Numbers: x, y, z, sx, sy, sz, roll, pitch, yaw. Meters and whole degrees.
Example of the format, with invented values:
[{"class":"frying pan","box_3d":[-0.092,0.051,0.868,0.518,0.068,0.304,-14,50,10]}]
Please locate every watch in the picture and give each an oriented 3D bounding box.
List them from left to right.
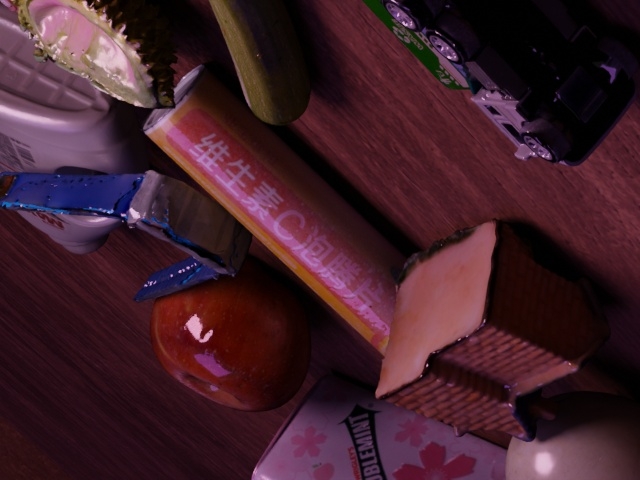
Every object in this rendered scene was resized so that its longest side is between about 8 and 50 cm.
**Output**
[{"class":"watch","box_3d":[-0.181,0.008,1.943,0.274,0.068,0.276,0,155,40]}]

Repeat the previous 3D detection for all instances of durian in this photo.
[{"class":"durian","box_3d":[-0.212,-0.210,1.748,0.221,0.095,0.137,18,136,36]}]

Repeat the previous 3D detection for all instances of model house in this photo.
[{"class":"model house","box_3d":[0.179,0.091,1.729,0.172,0.166,0.183,27,146,-20]}]

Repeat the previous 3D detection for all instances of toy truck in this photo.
[{"class":"toy truck","box_3d":[0.117,-0.169,1.343,0.253,0.114,0.124,45,169,-21]}]

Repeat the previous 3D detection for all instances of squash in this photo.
[{"class":"squash","box_3d":[-0.056,-0.184,1.609,0.066,0.066,0.229,23,155,29]}]

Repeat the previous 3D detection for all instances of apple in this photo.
[{"class":"apple","box_3d":[-0.101,0.105,2.135,0.201,0.162,0.201,22,163,7]}]

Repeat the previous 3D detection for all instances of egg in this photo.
[{"class":"egg","box_3d":[0.295,0.258,1.819,0.253,0.186,0.186,47,156,-17]}]

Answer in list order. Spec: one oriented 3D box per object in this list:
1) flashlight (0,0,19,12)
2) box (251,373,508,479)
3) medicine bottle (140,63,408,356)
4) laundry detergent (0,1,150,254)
[{"class":"flashlight","box_3d":[-0.341,-0.273,1.883,0.110,0.031,0.052,44,156,-19]},{"class":"box","box_3d":[0.115,0.307,2.178,0.370,0.190,0.112,19,153,33]},{"class":"medicine bottle","box_3d":[0.000,0.000,1.841,0.426,0.108,0.108,42,157,-14]},{"class":"laundry detergent","box_3d":[-0.295,-0.093,2.060,0.264,0.124,0.398,26,157,18]}]
